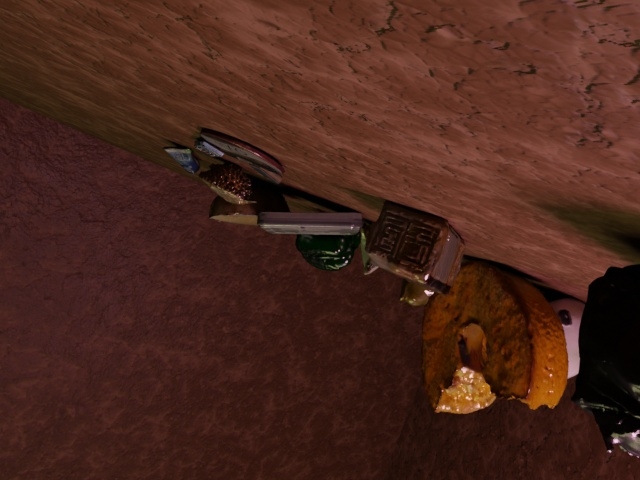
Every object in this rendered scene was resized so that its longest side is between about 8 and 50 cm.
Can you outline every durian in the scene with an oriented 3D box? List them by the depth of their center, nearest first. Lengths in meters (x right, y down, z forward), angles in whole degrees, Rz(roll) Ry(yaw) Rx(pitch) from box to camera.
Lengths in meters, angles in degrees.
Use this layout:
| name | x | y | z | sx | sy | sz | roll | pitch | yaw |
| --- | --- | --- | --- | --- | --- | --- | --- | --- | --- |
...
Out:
| name | x | y | z | sx | sy | sz | roll | pitch | yaw |
| --- | --- | --- | --- | --- | --- | --- | --- | --- | --- |
| durian | -0.227 | -0.148 | 1.691 | 0.188 | 0.091 | 0.148 | 34 | 171 | 29 |
| durian | 0.163 | 0.034 | 1.805 | 0.144 | 0.139 | 0.252 | 17 | 178 | -5 |

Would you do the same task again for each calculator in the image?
| name | x | y | z | sx | sy | sz | roll | pitch | yaw |
| --- | --- | --- | --- | --- | --- | --- | --- | --- | --- |
| calculator | -0.244 | -0.199 | 1.418 | 0.057 | 0.018 | 0.172 | 29 | 179 | -17 |

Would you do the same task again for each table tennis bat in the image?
| name | x | y | z | sx | sy | sz | roll | pitch | yaw |
| --- | --- | --- | --- | --- | --- | --- | --- | --- | --- |
| table tennis bat | -0.144 | -0.169 | 1.360 | 0.173 | 0.022 | 0.301 | 23 | 177 | 16 |

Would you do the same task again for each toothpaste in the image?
| name | x | y | z | sx | sy | sz | roll | pitch | yaw |
| --- | --- | --- | --- | --- | --- | --- | --- | --- | --- |
| toothpaste | -0.383 | -0.233 | 1.872 | 0.069 | 0.047 | 0.268 | 34 | 175 | 3 |

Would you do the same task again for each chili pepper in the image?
| name | x | y | z | sx | sy | sz | roll | pitch | yaw |
| --- | --- | --- | --- | --- | --- | --- | --- | --- | --- |
| chili pepper | 0.000 | 0.000 | 2.076 | 0.261 | 0.174 | 0.165 | 13 | 168 | 40 |

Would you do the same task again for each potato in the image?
| name | x | y | z | sx | sy | sz | roll | pitch | yaw |
| --- | --- | --- | --- | --- | --- | --- | --- | --- | --- |
| potato | -0.207 | -0.106 | 1.931 | 0.239 | 0.116 | 0.299 | -4 | 173 | 17 |

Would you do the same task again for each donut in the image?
| name | x | y | z | sx | sy | sz | roll | pitch | yaw |
| --- | --- | --- | --- | --- | --- | --- | --- | --- | --- |
| donut | 0.426 | 0.240 | 1.616 | 0.163 | 0.378 | 0.435 | 8 | 167 | -24 |

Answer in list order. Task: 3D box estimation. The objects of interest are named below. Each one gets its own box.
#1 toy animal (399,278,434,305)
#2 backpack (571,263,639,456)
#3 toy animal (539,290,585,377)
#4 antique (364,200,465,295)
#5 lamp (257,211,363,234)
| name | x | y | z | sx | sy | sz | roll | pitch | yaw |
| --- | --- | --- | --- | --- | --- | --- | --- | --- | --- |
| toy animal | 0.472 | 0.196 | 2.396 | 0.363 | 0.181 | 0.180 | 23 | -173 | 11 |
| backpack | 0.508 | 0.181 | 0.672 | 0.363 | 0.255 | 0.445 | 16 | 178 | -31 |
| toy animal | 0.601 | 0.242 | 1.695 | 0.212 | 0.213 | 0.267 | 22 | -176 | -20 |
| antique | 0.214 | 0.029 | 1.322 | 0.150 | 0.125 | 0.284 | 22 | 178 | 30 |
| lamp | -0.023 | -0.045 | 1.764 | 0.269 | 0.047 | 0.266 | 1 | 178 | 2 |
